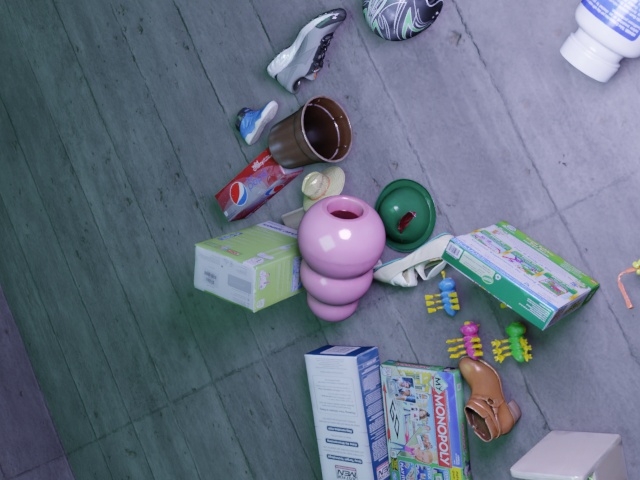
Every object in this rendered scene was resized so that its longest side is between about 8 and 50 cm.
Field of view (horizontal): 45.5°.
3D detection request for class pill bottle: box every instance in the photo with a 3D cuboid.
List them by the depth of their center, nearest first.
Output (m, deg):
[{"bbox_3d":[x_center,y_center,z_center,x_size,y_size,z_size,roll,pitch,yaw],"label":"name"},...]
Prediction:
[{"bbox_3d":[0.561,-0.429,1.383,0.152,0.152,0.272,48,124,21],"label":"pill bottle"}]

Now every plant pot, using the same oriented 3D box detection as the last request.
[{"bbox_3d":[-0.034,-0.256,1.904,0.165,0.167,0.167,-15,90,48],"label":"plant pot"}]

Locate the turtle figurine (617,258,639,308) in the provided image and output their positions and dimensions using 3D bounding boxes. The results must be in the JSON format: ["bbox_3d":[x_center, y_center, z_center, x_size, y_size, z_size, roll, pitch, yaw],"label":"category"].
[{"bbox_3d":[0.712,0.091,1.413,0.269,0.087,0.217,45,116,33],"label":"turtle figurine"}]

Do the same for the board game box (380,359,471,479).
[{"bbox_3d":[0.259,0.461,1.882,0.213,0.046,0.317,0,99,40],"label":"board game box"}]

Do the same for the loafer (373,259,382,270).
[{"bbox_3d":[0.107,0.083,1.928,0.039,0.045,0.125,51,123,11],"label":"loafer"}]

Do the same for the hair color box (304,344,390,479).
[{"bbox_3d":[0.077,0.453,1.986,0.174,0.105,0.347,-4,96,40],"label":"hair color box"}]

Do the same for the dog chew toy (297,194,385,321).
[{"bbox_3d":[0.040,0.059,1.821,0.206,0.206,0.332,31,132,30],"label":"dog chew toy"}]

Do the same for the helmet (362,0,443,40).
[{"bbox_3d":[0.172,-0.521,1.670,0.169,0.161,0.169,9,105,37],"label":"helmet"}]

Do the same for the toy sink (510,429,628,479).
[{"bbox_3d":[0.512,0.493,1.562,0.153,0.234,0.131,-8,94,39],"label":"toy sink"}]

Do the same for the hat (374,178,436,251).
[{"bbox_3d":[0.155,-0.055,1.767,0.173,0.183,0.208,50,125,20],"label":"hat"}]

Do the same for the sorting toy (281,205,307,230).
[{"bbox_3d":[0.000,0.000,1.996,0.348,0.047,0.196,-19,92,40],"label":"sorting toy"}]

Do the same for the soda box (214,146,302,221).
[{"bbox_3d":[-0.169,-0.155,2.072,0.263,0.083,0.092,-36,77,37],"label":"soda box"}]

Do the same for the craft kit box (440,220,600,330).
[{"bbox_3d":[0.408,0.061,1.549,0.250,0.246,0.061,38,124,27],"label":"craft kit box"}]

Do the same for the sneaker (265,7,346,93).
[{"bbox_3d":[-0.018,-0.470,1.889,0.108,0.100,0.271,51,130,1],"label":"sneaker"}]

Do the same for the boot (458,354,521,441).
[{"bbox_3d":[0.355,0.350,1.710,0.197,0.152,0.073,48,125,21],"label":"boot"}]

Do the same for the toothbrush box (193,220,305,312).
[{"bbox_3d":[-0.145,0.057,1.909,0.206,0.283,0.122,18,115,32],"label":"toothbrush box"}]

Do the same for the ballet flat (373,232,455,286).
[{"bbox_3d":[0.221,0.065,1.799,0.248,0.086,0.086,-33,78,39],"label":"ballet flat"}]

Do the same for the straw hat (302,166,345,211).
[{"bbox_3d":[-0.012,-0.138,1.923,0.144,0.061,0.144,-25,50,34],"label":"straw hat"}]

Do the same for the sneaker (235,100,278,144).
[{"bbox_3d":[-0.180,-0.338,2.059,0.084,0.058,0.152,48,132,11],"label":"sneaker"}]

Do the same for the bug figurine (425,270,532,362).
[{"bbox_3d":[0.375,0.167,1.708,0.279,0.072,0.216,-7,92,41],"label":"bug figurine"}]
